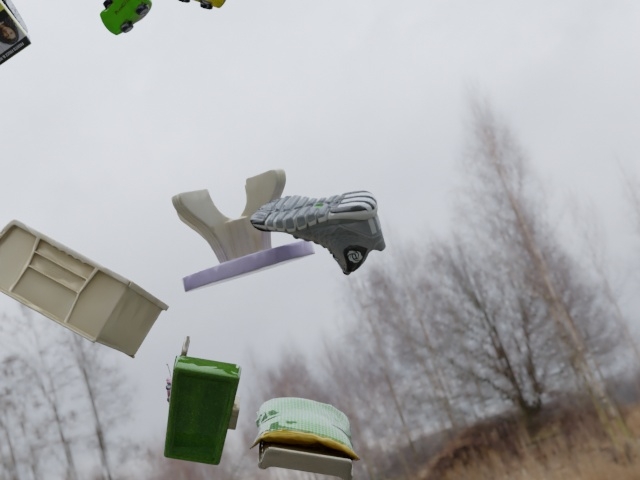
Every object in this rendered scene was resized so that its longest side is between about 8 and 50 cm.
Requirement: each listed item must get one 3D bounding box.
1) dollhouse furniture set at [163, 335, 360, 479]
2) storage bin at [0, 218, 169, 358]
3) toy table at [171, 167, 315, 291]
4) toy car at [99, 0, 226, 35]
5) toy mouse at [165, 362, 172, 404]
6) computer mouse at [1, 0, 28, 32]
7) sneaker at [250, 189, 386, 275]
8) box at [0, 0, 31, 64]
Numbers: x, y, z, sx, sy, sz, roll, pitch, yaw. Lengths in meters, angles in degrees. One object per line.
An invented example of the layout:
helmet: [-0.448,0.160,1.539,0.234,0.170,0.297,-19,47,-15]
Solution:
dollhouse furniture set: [-0.080,0.246,1.511,0.301,0.151,0.197,10,16,-5]
storage bin: [-0.442,0.090,1.749,0.123,0.260,0.262,-61,-10,-8]
toy table: [-0.147,-0.017,1.689,0.274,0.161,0.252,-16,-2,27]
toy car: [-0.275,-0.426,1.589,0.225,0.239,0.053,-39,-2,27]
toy mouse: [-0.276,0.298,1.851,0.031,0.143,0.161,-4,-31,-7]
computer mouse: [-0.589,-0.455,1.694,0.041,0.242,0.071,-28,21,0]
sneaker: [0.000,0.000,1.515,0.229,0.132,0.086,-2,32,36]
box: [-0.520,-0.358,1.389,0.087,0.232,0.058,-36,27,-5]
